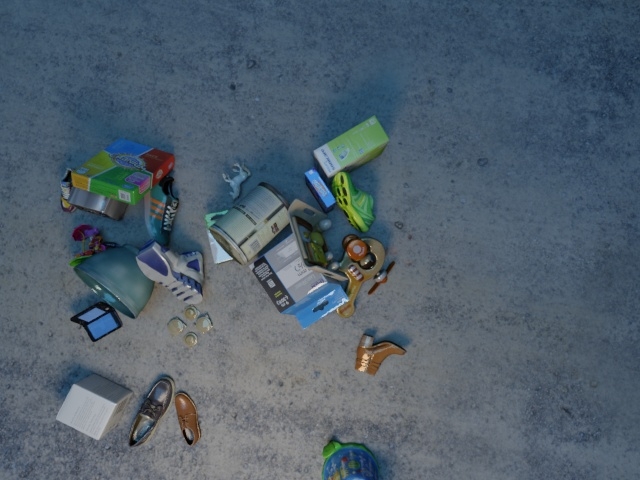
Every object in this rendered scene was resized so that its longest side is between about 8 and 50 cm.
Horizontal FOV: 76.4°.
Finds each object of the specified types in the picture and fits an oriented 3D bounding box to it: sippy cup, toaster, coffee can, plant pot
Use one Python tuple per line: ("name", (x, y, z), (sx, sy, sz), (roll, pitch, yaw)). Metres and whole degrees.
("sippy cup", (0.125, 0.942, 1.562), (0.305, 0.224, 0.240), (20, 86, 1))
("toaster", (-0.891, -0.163, 1.632), (0.167, 0.186, 0.110), (15, 77, -1))
("coffee can", (-0.267, -0.067, 1.595), (0.201, 0.201, 0.275), (45, 69, 2))
("plant pot", (-0.767, 0.138, 1.588), (0.293, 0.293, 0.196), (37, 60, 1))

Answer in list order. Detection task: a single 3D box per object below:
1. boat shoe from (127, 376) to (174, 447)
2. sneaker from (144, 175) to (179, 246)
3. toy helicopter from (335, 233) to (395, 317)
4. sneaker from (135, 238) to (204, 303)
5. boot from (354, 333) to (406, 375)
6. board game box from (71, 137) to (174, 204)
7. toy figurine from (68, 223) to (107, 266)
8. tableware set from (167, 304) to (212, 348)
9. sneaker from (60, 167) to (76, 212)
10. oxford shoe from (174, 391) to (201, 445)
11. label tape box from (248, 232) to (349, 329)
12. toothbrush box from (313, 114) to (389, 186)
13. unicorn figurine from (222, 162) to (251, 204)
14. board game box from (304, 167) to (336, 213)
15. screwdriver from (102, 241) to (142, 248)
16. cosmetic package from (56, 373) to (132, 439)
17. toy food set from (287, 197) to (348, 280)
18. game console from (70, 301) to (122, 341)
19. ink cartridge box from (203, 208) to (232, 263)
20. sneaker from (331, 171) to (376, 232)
("boat shoe", (-0.678, 0.691, 1.626), (0.102, 0.092, 0.286), (28, 86, 1))
("sneaker", (-0.645, -0.125, 1.673), (0.120, 0.108, 0.303), (-9, 85, 2))
("toy helicopter", (0.167, 0.159, 1.683), (0.234, 0.140, 0.356), (20, 97, -9))
("sneaker", (-0.571, 0.095, 1.612), (0.127, 0.182, 0.316), (-21, 128, 20))
("boot", (0.244, 0.484, 1.673), (0.196, 0.073, 0.153), (14, 85, 12))
("board game box", (-0.762, -0.279, 1.599), (0.241, 0.317, 0.064), (17, 128, 0))
("toy figurine", (-0.943, 0.006, 1.656), (0.172, 0.130, 0.160), (-18, 78, 6))
("tableware set", (-0.542, 0.355, 1.689), (0.168, 0.020, 0.141), (-45, 86, -2))
("sneaker", (-1.047, -0.210, 1.682), (0.069, 0.084, 0.186), (8, 86, -1))
("oxford shoe", (-0.539, 0.719, 1.638), (0.075, 0.076, 0.213), (-22, 85, -1))
("label tape box", (-0.086, 0.168, 1.629), (0.249, 0.115, 0.348), (-35, 86, 18))
("toothbrush box", (0.118, -0.358, 1.657), (0.283, 0.206, 0.122), (-30, 87, -4))
("unicorn figurine", (-0.357, -0.251, 1.711), (0.111, 0.060, 0.162), (44, 87, 2))
("board game box", (-0.001, -0.195, 1.641), (0.047, 0.210, 0.160), (-33, 87, -2))
("screwdriver", (-0.825, 0.027, 1.704), (0.169, 0.024, 0.025), (11, 57, -2))
("cosmetic package", (-0.881, 0.646, 1.596), (0.183, 0.151, 0.152), (25, 86, 1))
("toy food set", (0.000, 0.000, 1.568), (0.092, 0.219, 0.307), (-32, 59, 23))
("game console", (-0.910, 0.332, 1.652), (0.143, 0.124, 0.085), (-30, 61, -3))
("ink cartridge box", (-0.406, -0.015, 1.694), (0.108, 0.062, 0.210), (-14, 86, -2))
("sneaker", (0.141, -0.169, 1.658), (0.123, 0.109, 0.296), (-44, 128, -19))
